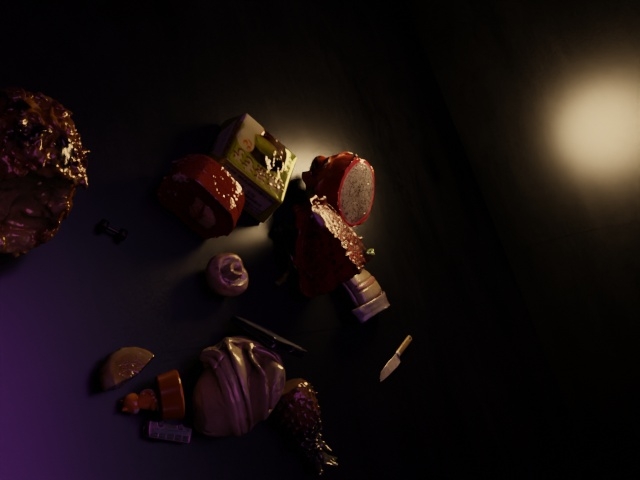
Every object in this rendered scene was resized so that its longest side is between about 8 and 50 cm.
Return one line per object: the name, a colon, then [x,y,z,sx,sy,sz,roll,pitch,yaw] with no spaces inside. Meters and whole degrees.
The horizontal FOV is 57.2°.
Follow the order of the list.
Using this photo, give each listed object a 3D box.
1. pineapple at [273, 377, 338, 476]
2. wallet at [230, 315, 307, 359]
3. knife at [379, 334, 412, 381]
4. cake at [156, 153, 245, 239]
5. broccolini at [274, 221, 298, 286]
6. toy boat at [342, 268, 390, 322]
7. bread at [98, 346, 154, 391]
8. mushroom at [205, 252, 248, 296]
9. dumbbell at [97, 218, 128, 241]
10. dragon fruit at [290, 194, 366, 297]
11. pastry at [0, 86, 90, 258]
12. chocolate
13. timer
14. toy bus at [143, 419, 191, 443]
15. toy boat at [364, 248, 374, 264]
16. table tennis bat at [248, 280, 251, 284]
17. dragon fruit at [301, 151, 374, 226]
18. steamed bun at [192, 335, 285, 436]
pineapple: [-0.038,0.586,1.847,0.309,0.141,0.170,65,15,-8]
wallet: [-0.159,0.297,1.806,0.167,0.222,0.036,31,82,-46]
knife: [0.305,0.472,2.345,0.298,0.017,0.047,-37,103,-50]
cake: [-0.368,-0.140,1.856,0.283,0.177,0.150,44,44,-22]
broccolini: [-0.132,0.040,2.101,0.123,0.062,0.271,33,50,-22]
toy boat: [0.166,0.186,2.296,0.276,0.111,0.293,7,54,-52]
bread: [-0.516,0.329,1.518,0.094,0.083,0.157,48,40,-13]
mushroom: [-0.293,0.109,1.849,0.148,0.112,0.147,22,49,-28]
dumbbell: [-0.592,-0.030,1.670,0.083,0.040,0.036,32,17,-31]
dragon fruit: [-0.008,0.005,2.130,0.329,0.228,0.286,54,21,-9]
pastry: [-0.716,-0.172,1.372,0.293,0.405,0.337,1,46,-43]
chocolate: [-0.242,-0.267,2.086,0.301,0.137,0.288,37,47,-26]
timer: [-0.445,0.418,1.538,0.152,0.132,0.131,-7,73,-23]
toy bus: [-0.409,0.512,1.566,0.131,0.037,0.052,25,57,-37]
toy boat: [0.089,0.025,2.300,0.293,0.109,0.099,25,82,-34]
table tennis bat: [-0.265,0.125,1.948,0.083,0.007,0.050,34,48,-27]
dragon fruit: [0.057,-0.206,2.310,0.305,0.226,0.305,-24,119,-54]
steamed bun: [-0.227,0.408,1.681,0.289,0.203,0.275,-13,77,-47]
